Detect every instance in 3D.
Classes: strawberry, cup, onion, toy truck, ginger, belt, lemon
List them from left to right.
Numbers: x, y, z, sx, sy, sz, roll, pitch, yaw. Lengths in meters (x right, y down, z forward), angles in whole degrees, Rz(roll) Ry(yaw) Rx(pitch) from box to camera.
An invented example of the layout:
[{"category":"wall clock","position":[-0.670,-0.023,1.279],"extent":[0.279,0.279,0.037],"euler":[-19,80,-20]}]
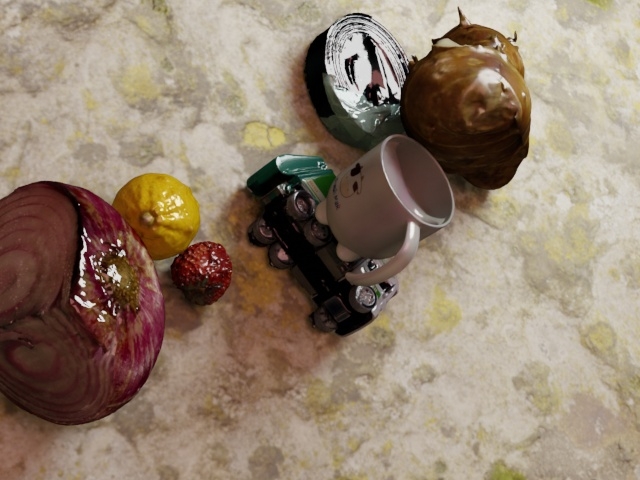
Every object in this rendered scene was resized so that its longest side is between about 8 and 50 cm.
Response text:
[{"category":"onion","position":[-0.295,0.079,1.518],"extent":[0.230,0.272,0.256],"euler":[42,63,-40]},{"category":"lemon","position":[-0.209,-0.030,1.635],"extent":[0.114,0.155,0.114],"euler":[0,98,-2]},{"category":"strawberry","position":[-0.151,0.039,1.683],"extent":[0.083,0.083,0.096],"euler":[30,30,-16]},{"category":"toy truck","position":[0.000,0.000,1.755],"extent":[0.253,0.114,0.124],"euler":[53,48,-3]},{"category":"belt","position":[0.059,-0.227,1.874],"extent":[0.151,0.078,0.198],"euler":[-17,84,-32]},{"category":"cup","position":[0.083,-0.026,1.659],"extent":[0.134,0.142,0.173],"euler":[1,62,-50]},{"category":"ginger","position":[0.200,-0.208,1.779],"extent":[0.176,0.418,0.254],"euler":[-12,85,13]}]
